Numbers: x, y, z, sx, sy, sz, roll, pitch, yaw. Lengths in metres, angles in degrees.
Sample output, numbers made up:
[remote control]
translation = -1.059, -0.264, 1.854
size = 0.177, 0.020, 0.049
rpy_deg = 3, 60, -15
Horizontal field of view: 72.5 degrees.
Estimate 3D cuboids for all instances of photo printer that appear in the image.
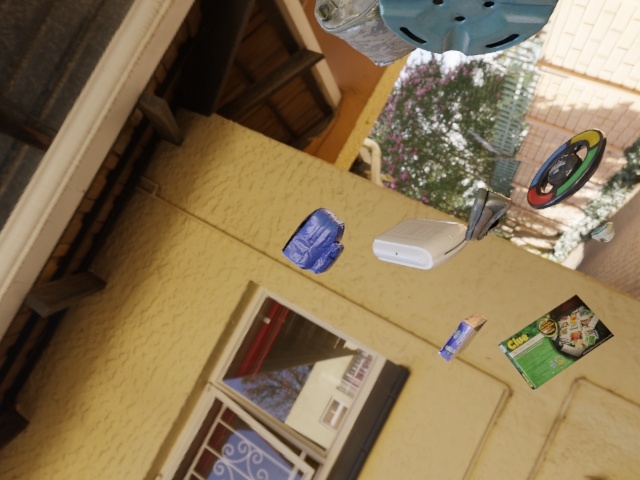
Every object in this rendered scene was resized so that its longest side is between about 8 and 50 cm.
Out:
[photo printer]
translation = 0.394, 0.007, 1.678
size = 0.256, 0.307, 0.107
rpy_deg = -29, -66, -32

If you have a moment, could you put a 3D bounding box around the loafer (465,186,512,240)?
[loafer]
translation = 0.432, -0.051, 1.140
size = 0.267, 0.084, 0.096
rpy_deg = 54, -128, -68

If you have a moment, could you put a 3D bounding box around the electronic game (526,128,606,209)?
[electronic game]
translation = 0.598, -0.173, 1.073
size = 0.229, 0.048, 0.229
rpy_deg = -56, 4, 6

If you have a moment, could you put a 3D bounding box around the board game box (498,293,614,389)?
[board game box]
translation = 0.612, 0.260, 1.138
size = 0.259, 0.136, 0.030
rpy_deg = -28, -22, -9

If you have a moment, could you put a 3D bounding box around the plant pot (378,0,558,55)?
[plant pot]
translation = 0.236, -0.494, 0.649
size = 0.341, 0.341, 0.334
rpy_deg = 30, -110, -70

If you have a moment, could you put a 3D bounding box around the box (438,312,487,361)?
[box]
translation = 0.272, 0.184, 0.833
size = 0.136, 0.028, 0.081
rpy_deg = 0, -57, -59

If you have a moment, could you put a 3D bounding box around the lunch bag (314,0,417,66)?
[lunch bag]
translation = 0.153, -0.580, 1.067
size = 0.256, 0.213, 0.305
rpy_deg = -38, -19, 31

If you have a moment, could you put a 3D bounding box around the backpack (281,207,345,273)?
[backpack]
translation = 0.000, 0.000, 0.882
size = 0.120, 0.101, 0.098
rpy_deg = -55, -6, 9

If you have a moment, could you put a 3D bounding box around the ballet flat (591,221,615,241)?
[ballet flat]
translation = 0.936, -0.024, 1.430
size = 0.057, 0.052, 0.168
rpy_deg = -46, -19, 13
